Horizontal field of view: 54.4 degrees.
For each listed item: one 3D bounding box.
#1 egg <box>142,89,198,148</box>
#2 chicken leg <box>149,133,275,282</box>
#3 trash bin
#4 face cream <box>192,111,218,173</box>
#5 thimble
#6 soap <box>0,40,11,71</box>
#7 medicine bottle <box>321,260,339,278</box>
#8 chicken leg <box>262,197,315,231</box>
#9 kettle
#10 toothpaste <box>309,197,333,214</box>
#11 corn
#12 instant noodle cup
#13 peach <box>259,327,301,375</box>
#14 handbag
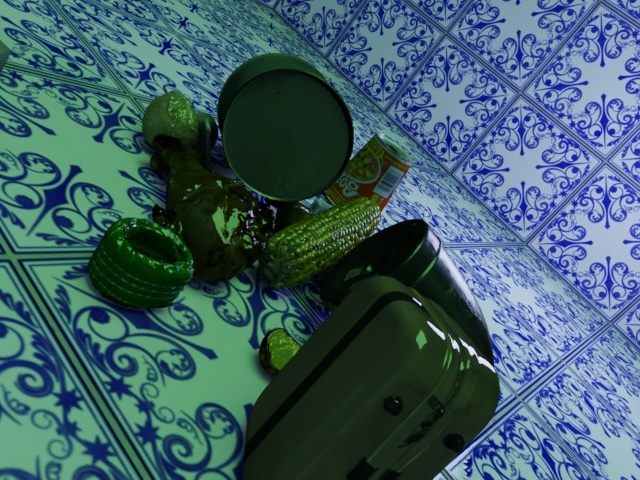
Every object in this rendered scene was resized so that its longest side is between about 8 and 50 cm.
[{"bbox_3d":[-0.299,-0.230,1.249,0.118,0.116,0.140,44,43,-62],"label":"egg"},{"bbox_3d":[-0.185,-0.069,1.078,0.212,0.140,0.361,17,33,-27],"label":"chicken leg"},{"bbox_3d":[-0.083,-0.250,1.320,0.280,0.280,0.432,32,11,-16],"label":"trash bin"},{"bbox_3d":[-0.245,-0.210,1.313,0.070,0.114,0.224,-2,27,-13],"label":"face cream"},{"bbox_3d":[-0.242,0.033,0.852,0.130,0.090,0.118,33,21,-16],"label":"thimble"},{"bbox_3d":[-0.612,-0.344,1.059,0.149,0.056,0.100,33,20,-14],"label":"soap"},{"bbox_3d":[0.040,0.051,1.274,0.084,0.083,0.203,29,26,-22],"label":"medicine bottle"},{"bbox_3d":[-0.059,-0.046,1.324,0.103,0.088,0.227,12,26,-31],"label":"chicken leg"},{"bbox_3d":[0.171,0.174,1.068,0.324,0.228,0.321,52,29,-15],"label":"kettle"},{"bbox_3d":[0.048,-0.053,1.556,0.164,0.034,0.046,25,25,-30],"label":"toothpaste"},{"bbox_3d":[0.000,0.000,1.177,0.115,0.115,0.318,45,43,16],"label":"corn"},{"bbox_3d":[0.136,-0.174,1.693,0.193,0.212,0.193,32,22,-15],"label":"instant noodle cup"},{"bbox_3d":[-0.053,0.172,0.925,0.083,0.050,0.077,11,57,-33],"label":"peach"},{"bbox_3d":[0.040,0.181,0.736,0.149,0.301,0.283,34,16,-16],"label":"handbag"}]
